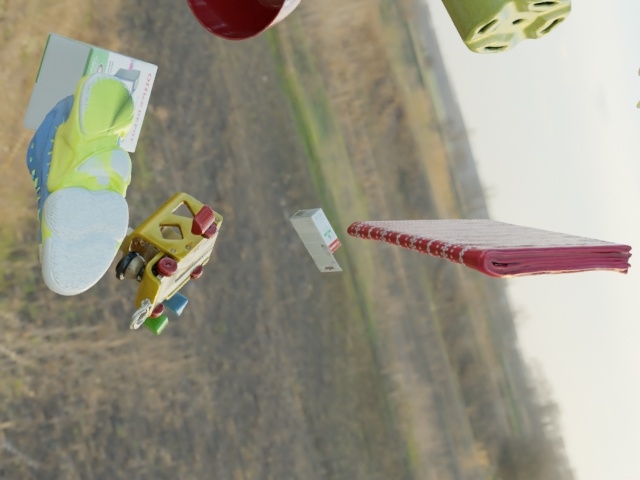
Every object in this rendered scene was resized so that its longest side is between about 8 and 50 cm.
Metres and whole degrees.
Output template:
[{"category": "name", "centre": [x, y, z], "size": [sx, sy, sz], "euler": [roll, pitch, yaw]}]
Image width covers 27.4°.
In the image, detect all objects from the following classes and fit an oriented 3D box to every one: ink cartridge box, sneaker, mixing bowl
[{"category": "ink cartridge box", "centre": [-0.363, -0.232, 2.100], "size": [0.212, 0.093, 0.154], "euler": [4, 104, -71]}, {"category": "sneaker", "centre": [-0.261, -0.054, 1.385], "size": [0.091, 0.126, 0.240], "euler": [23, 69, -34]}, {"category": "mixing bowl", "centre": [-0.082, -0.351, 1.700], "size": [0.098, 0.181, 0.182], "euler": [-13, 87, -55]}, {"category": "ink cartridge box", "centre": [0.000, 0.000, 2.263], "size": [0.029, 0.062, 0.115], "euler": [-43, 113, -32]}]

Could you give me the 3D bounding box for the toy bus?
[{"category": "toy bus", "centre": [-0.225, 0.021, 1.807], "size": [0.104, 0.191, 0.202], "euler": [33, -2, 10]}]

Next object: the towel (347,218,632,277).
[{"category": "towel", "centre": [0.178, 0.005, 1.422], "size": [0.275, 0.198, 0.031], "euler": [15, -77, 61]}]

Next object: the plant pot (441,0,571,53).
[{"category": "plant pot", "centre": [0.278, -0.450, 2.101], "size": [0.276, 0.276, 0.254], "euler": [53, 18, -73]}]

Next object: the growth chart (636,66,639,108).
[{"category": "growth chart", "centre": [0.486, -0.139, 1.686], "size": [0.021, 0.171, 0.237], "euler": [134, -38, -69]}]
